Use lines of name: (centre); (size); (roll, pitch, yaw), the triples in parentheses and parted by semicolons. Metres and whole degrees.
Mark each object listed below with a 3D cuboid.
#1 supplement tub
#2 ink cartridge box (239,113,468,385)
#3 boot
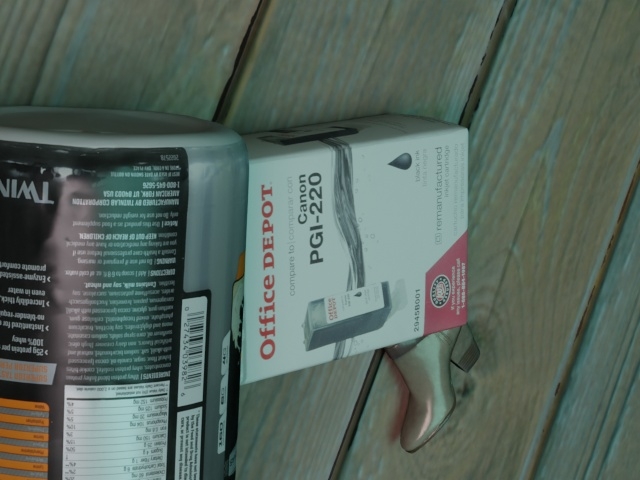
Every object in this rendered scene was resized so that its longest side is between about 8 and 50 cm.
supplement tub: (-0.145, 0.083, 0.898); (0.194, 0.194, 0.315); (-5, 104, -39)
ink cartridge box: (0.000, 0.000, 1.065); (0.218, 0.092, 0.158); (-11, 107, -36)
boot: (0.077, 0.100, 1.188); (0.087, 0.042, 0.118); (43, 72, -31)
